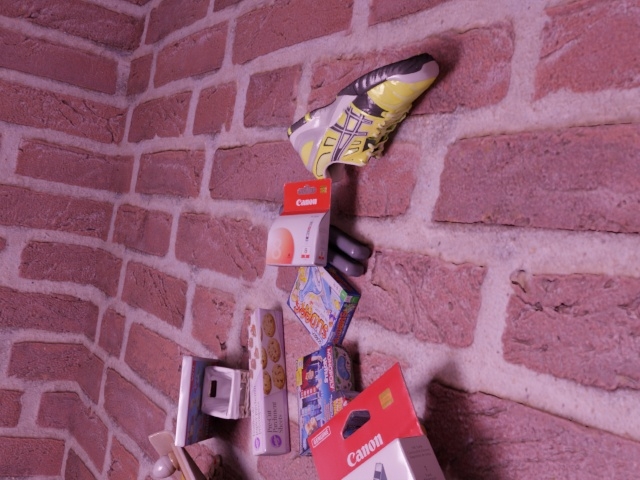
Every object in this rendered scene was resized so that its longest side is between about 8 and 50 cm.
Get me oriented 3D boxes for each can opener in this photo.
[{"bbox_3d":[0.000,0.000,1.584,0.280,0.093,0.074,33,109,52],"label":"can opener"}]

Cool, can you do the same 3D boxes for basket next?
[{"bbox_3d":[-0.198,0.356,1.788,0.167,0.103,0.113,-9,74,59],"label":"basket"}]

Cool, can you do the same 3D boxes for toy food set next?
[{"bbox_3d":[-0.297,0.598,1.748,0.306,0.092,0.219,43,161,55],"label":"toy food set"}]

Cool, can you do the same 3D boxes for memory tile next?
[{"bbox_3d":[-0.272,0.623,1.922,0.148,0.012,0.113,-61,36,29],"label":"memory tile"}]

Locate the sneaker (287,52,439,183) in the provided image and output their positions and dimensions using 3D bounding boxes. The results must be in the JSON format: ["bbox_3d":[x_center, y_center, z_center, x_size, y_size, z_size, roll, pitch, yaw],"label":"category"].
[{"bbox_3d":[0.097,-0.233,1.474,0.385,0.145,0.147,-28,89,50],"label":"sneaker"}]

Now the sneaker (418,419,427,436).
[{"bbox_3d":[0.141,0.392,1.233,0.084,0.083,0.214,-50,43,38],"label":"sneaker"}]

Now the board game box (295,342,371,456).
[{"bbox_3d":[0.028,0.305,1.468,0.194,0.060,0.194,-31,55,50],"label":"board game box"}]

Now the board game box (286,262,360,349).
[{"bbox_3d":[0.002,0.124,1.588,0.201,0.035,0.136,45,119,54],"label":"board game box"}]

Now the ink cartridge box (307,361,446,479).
[{"bbox_3d":[0.066,0.379,1.217,0.296,0.066,0.261,-50,50,39],"label":"ink cartridge box"}]

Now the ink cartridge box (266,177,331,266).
[{"bbox_3d":[-0.044,-0.036,1.553,0.145,0.045,0.179,-2,85,45],"label":"ink cartridge box"}]

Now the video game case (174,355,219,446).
[{"bbox_3d":[-0.295,0.387,1.857,0.285,0.025,0.204,62,-148,-78],"label":"video game case"}]

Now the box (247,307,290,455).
[{"bbox_3d":[-0.118,0.313,1.705,0.063,0.067,0.323,-36,51,50],"label":"box"}]
